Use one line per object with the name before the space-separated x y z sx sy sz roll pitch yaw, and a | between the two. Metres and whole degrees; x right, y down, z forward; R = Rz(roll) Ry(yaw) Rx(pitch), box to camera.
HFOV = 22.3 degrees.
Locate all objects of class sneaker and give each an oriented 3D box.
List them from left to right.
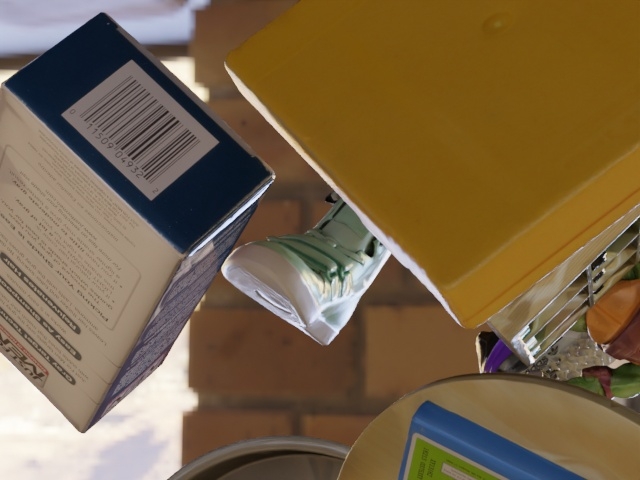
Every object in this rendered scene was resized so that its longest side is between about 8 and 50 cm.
sneaker | 0.000 0.000 1.435 0.094 0.151 0.256 32 176 14
sneaker | 0.282 0.059 1.720 0.293 0.146 0.102 -38 134 6

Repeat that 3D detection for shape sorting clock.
shape sorting clock | 0.092 0.145 0.633 0.206 0.206 0.040 -3 -164 36

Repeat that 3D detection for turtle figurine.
turtle figurine | 0.210 0.071 1.261 0.266 0.274 0.198 39 157 6

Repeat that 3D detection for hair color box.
hair color box | -0.173 0.000 1.226 0.105 0.174 0.347 -43 174 -33

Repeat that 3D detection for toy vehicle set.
toy vehicle set | 0.180 0.008 1.084 0.166 0.035 0.267 -44 168 2

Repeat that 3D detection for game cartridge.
game cartridge | 0.119 -0.118 1.008 0.052 0.285 0.323 56 176 -41

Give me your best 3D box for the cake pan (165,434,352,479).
cake pan | -0.015 0.286 1.204 0.293 0.293 0.054 0 -177 12
